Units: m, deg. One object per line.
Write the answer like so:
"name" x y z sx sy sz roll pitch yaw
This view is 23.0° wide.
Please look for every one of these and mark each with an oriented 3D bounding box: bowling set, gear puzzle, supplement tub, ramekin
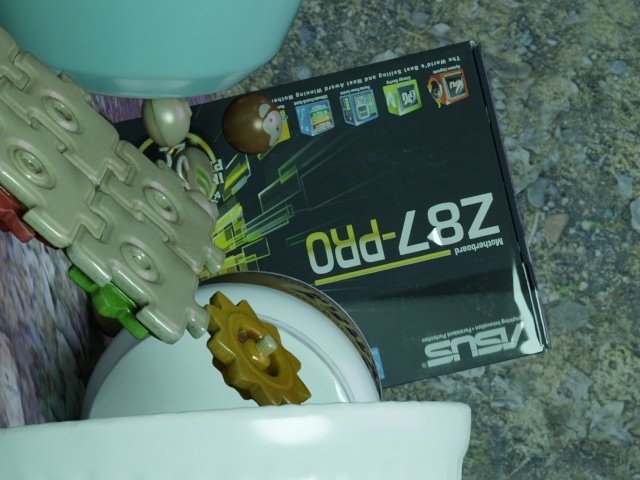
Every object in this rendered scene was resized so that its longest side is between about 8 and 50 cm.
"bowling set" -0.134 -0.078 1.322 0.154 0.199 0.287 -97 169 -62
"gear puzzle" -0.132 -0.015 0.894 0.339 0.044 0.175 42 20 -15
"supplement tub" -0.063 0.143 1.231 0.316 0.228 0.228 -51 128 -88
"ramekin" -0.059 0.156 0.776 0.277 0.277 0.135 64 21 -80

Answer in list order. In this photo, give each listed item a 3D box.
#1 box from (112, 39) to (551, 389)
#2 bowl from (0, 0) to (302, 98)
"box" 0.000 0.000 1.564 0.097 0.394 0.318 74 4 -87
"bowl" -0.136 -0.208 1.173 0.311 0.311 0.163 -98 -168 -67
